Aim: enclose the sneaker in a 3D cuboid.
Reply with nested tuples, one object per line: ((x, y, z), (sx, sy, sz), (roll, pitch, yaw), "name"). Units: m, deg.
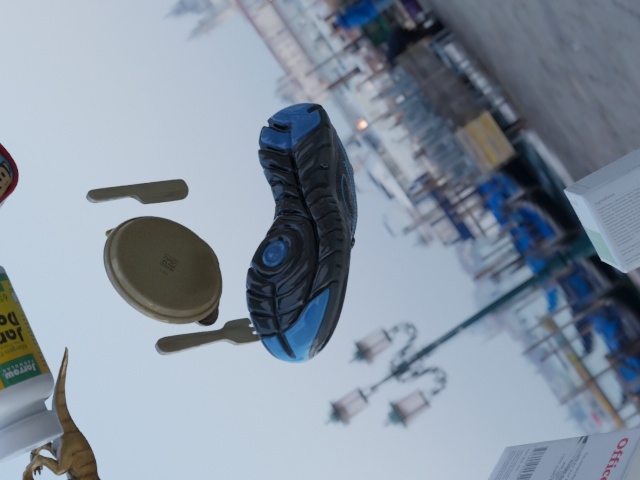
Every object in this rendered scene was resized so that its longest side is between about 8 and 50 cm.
((0.000, 0.000, 1.444), (0.139, 0.125, 0.341), (49, -144, -47), "sneaker")

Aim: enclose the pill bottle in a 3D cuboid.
((-0.371, 0.141, 1.387), (0.208, 0.117, 0.117), (65, -174, 7), "pill bottle")

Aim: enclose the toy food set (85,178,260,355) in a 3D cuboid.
((-0.149, 0.032, 1.188), (0.132, 0.038, 0.192), (-7, -120, -39), "toy food set")

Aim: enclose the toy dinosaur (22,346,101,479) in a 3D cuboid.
((-0.300, 0.244, 1.461), (0.211, 0.112, 0.064), (68, -170, 7), "toy dinosaur")

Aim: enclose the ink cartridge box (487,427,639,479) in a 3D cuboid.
((0.278, 0.312, 1.378), (0.100, 0.172, 0.237), (45, 148, -14), "ink cartridge box")

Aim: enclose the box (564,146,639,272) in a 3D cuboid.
((0.303, -0.033, 1.177), (0.087, 0.102, 0.101), (62, -176, -4), "box")

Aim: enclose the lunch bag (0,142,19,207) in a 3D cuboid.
((-0.483, -0.049, 1.245), (0.258, 0.293, 0.120), (44, 150, -11), "lunch bag")
